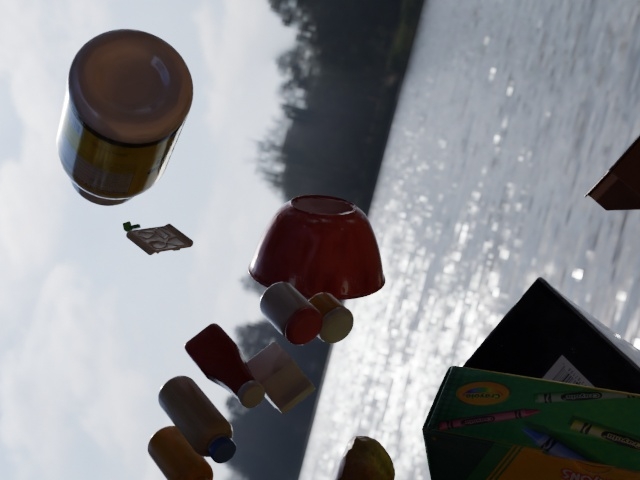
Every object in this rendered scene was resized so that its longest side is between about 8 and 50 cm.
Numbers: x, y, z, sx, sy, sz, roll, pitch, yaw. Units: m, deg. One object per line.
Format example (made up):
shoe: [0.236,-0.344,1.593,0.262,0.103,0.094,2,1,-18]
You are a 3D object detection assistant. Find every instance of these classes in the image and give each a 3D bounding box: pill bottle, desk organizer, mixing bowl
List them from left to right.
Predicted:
pill bottle: [-0.175,-0.097,0.987,0.184,0.103,0.103,130,158,-64]
mixing bowl: [0.000,0.000,1.470,0.181,0.181,0.098,-69,-14,-70]
desk organizer: [0.292,-0.070,0.987,0.130,0.050,0.047,-43,-9,-30]

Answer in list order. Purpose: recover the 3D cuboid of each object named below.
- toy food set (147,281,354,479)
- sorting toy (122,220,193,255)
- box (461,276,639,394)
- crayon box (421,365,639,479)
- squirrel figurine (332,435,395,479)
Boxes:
toy food set: [-0.056,0.135,1.037,0.232,0.104,0.111,-37,-46,-12]
sorting toy: [-0.198,-0.005,1.348,0.062,0.083,0.012,-15,-55,-39]
box: [0.398,0.256,1.435,0.179,0.312,0.343,-52,37,10]
crayon box: [0.235,0.205,0.934,0.081,0.278,0.165,-60,-32,-43]
squirrel figurine: [0.140,0.421,1.109,0.397,0.370,0.281,96,-163,-66]
